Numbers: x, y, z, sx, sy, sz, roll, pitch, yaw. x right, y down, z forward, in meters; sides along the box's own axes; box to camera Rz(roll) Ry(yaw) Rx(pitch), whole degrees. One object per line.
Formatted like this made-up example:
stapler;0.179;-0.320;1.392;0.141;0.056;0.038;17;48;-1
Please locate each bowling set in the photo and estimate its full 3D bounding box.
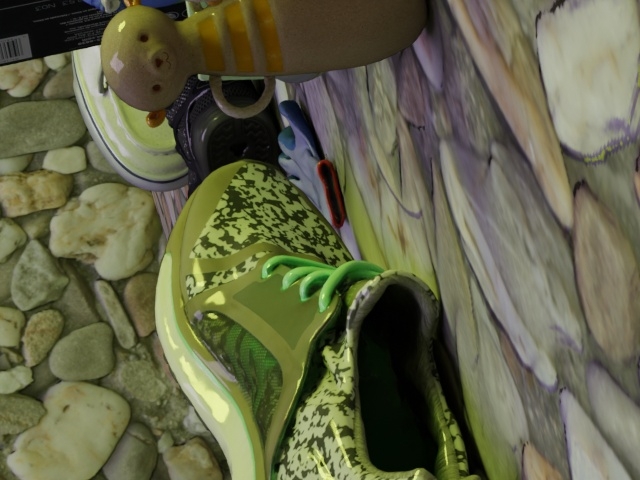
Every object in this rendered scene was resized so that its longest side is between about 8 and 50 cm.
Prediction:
bowling set;-0.039;-0.192;0.828;0.200;0.154;0.287;-149;45;-80

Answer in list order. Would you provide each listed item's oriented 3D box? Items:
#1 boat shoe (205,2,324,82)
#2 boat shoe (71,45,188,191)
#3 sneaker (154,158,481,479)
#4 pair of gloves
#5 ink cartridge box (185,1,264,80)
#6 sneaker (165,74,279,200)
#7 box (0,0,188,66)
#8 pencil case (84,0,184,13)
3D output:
boat shoe;-0.037;-0.239;1.009;0.118;0.103;0.320;-35;74;61
boat shoe;-0.161;-0.233;1.800;0.156;0.136;0.367;128;137;-77
sneaker;0.020;0.068;1.144;0.182;0.158;0.410;-60;32;32
pair of gloves;0.000;0.000;1.400;0.159;0.023;0.198;-136;31;-75
ink cartridge box;-0.049;-0.228;1.223;0.235;0.056;0.171;-79;-17;-55
sneaker;-0.079;-0.057;1.644;0.130;0.087;0.227;-109;12;-45
box;-0.195;-0.240;1.520;0.163;0.247;0.142;99;157;-71
pencil case;-0.139;-0.260;1.214;0.306;0.119;0.133;75;-159;-58
